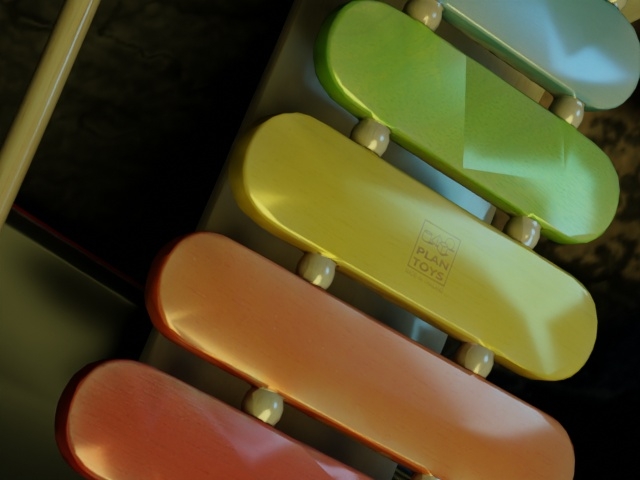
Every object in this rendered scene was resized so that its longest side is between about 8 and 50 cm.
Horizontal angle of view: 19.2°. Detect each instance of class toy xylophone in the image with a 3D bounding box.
[{"bbox_3d":[0.000,0.000,0.661,0.236,0.081,0.323,22,76,-30],"label":"toy xylophone"}]

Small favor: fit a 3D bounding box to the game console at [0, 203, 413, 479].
[{"bbox_3d":[-0.122,0.205,0.756,0.342,0.060,0.386,33,100,-22],"label":"game console"}]
